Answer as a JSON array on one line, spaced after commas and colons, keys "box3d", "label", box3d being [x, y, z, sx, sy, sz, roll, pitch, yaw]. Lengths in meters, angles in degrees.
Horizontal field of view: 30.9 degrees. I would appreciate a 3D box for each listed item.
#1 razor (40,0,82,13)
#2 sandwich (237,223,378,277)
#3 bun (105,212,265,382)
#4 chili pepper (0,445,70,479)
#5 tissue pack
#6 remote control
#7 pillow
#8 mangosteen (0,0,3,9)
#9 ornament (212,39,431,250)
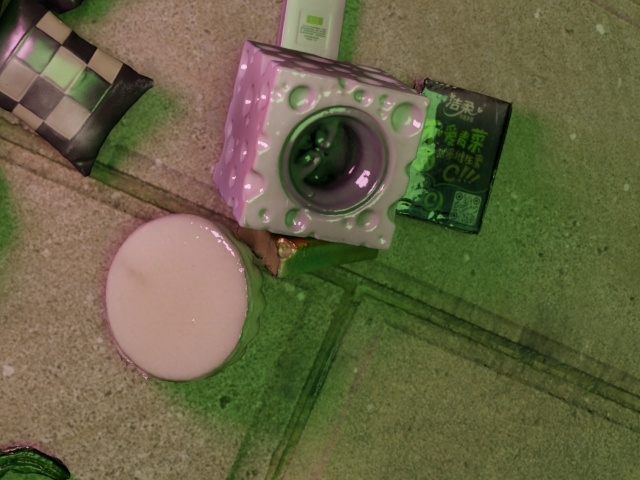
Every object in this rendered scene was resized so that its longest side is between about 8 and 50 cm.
[{"box3d": [-0.309, -0.499, 1.722, 0.349, 0.113, 0.204, -38, 110, -11], "label": "razor"}, {"box3d": [0.000, 0.000, 1.807, 0.212, 0.245, 0.063, 3, 106, -19], "label": "sandwich"}, {"box3d": [-0.188, 0.087, 1.801, 0.263, 0.175, 0.263, 0, 91, 24], "label": "bun"}, {"box3d": [-0.480, 0.355, 1.792, 0.182, 0.050, 0.073, -7, 91, -20], "label": "chili pepper"}, {"box3d": [0.214, -0.140, 1.952, 0.173, 0.073, 0.235, 13, 91, -19], "label": "tissue pack"}, {"box3d": [-0.022, -0.298, 1.877, 0.103, 0.034, 0.250, 6, 95, -18], "label": "remote control"}, {"box3d": [-0.396, -0.236, 1.723, 0.250, 0.106, 0.186, 37, 96, -17], "label": "pillow"}, {"box3d": [-0.542, -0.360, 1.585, 0.231, 0.231, 0.289, 39, 115, -18], "label": "mangosteen"}, {"box3d": [-0.007, -0.148, 1.761, 0.239, 0.240, 0.240, 10, 106, -18], "label": "ornament"}]
